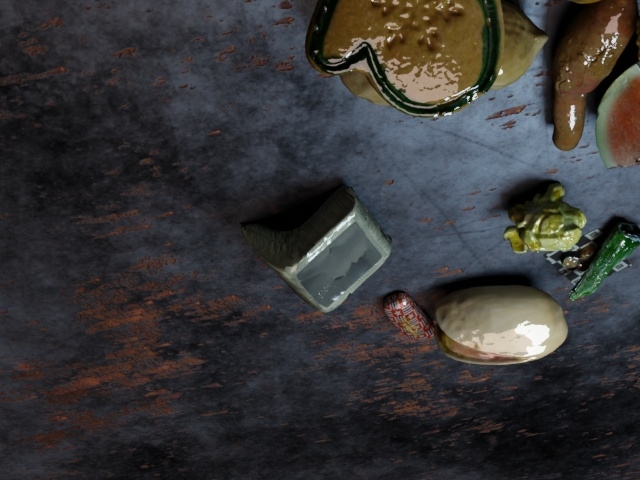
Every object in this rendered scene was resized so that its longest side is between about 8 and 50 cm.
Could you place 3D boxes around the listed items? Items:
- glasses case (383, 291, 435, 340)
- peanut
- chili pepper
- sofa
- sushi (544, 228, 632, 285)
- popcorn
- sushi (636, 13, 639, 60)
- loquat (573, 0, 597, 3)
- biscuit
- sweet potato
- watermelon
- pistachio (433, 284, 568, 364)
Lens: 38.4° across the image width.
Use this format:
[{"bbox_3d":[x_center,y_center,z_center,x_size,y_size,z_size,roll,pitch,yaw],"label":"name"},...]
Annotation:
[{"bbox_3d":[0.208,0.186,2.150,0.073,0.049,0.194,-24,140,19],"label":"glasses case"},{"bbox_3d":[0.194,-0.295,1.440,0.340,0.158,0.174,-10,140,2],"label":"peanut"},{"bbox_3d":[0.615,0.054,2.020,0.088,0.059,0.227,14,127,-28],"label":"chili pepper"},{"bbox_3d":[0.000,0.000,1.849,0.225,0.176,0.210,-45,137,-1],"label":"sofa"},{"bbox_3d":[0.612,0.058,2.080,0.139,0.031,0.201,-30,138,25],"label":"sushi"},{"bbox_3d":[0.459,-0.031,1.854,0.162,0.141,0.135,-53,133,-7],"label":"popcorn"},{"bbox_3d":[0.572,-0.300,1.479,0.050,0.264,0.290,4,154,42],"label":"sushi"},{"bbox_3d":[0.398,-0.434,1.298,0.187,0.176,0.234,39,121,-24],"label":"loquat"},{"bbox_3d":[0.108,-0.329,1.312,0.287,0.057,0.343,-22,107,3],"label":"biscuit"},{"bbox_3d":[0.438,-0.285,1.549,0.109,0.109,0.385,-4,149,-7],"label":"sweet potato"},{"bbox_3d":[0.606,-0.227,1.612,0.256,0.176,0.260,-30,107,7],"label":"watermelon"},{"bbox_3d":[0.409,0.194,2.091,0.299,0.187,0.187,-5,143,2],"label":"pistachio"}]
